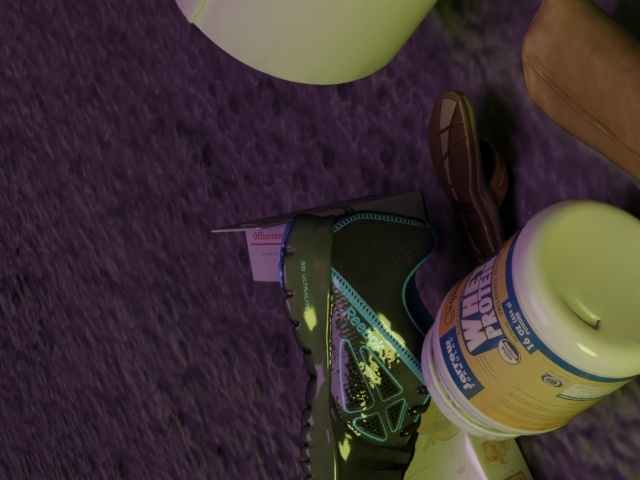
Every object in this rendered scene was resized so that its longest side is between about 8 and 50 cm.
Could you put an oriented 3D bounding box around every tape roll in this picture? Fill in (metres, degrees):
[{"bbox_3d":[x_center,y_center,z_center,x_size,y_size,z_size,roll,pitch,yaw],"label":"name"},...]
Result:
[{"bbox_3d":[0.003,-0.275,1.277,0.246,0.246,0.169,66,149,17],"label":"tape roll"}]

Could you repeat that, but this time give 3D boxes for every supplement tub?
[{"bbox_3d":[0.177,0.069,1.217,0.200,0.144,0.144,-48,60,55],"label":"supplement tub"}]

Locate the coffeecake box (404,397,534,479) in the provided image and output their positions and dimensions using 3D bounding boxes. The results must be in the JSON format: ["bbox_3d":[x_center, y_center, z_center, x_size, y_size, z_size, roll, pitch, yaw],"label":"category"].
[{"bbox_3d":[0.107,0.204,1.429,0.142,0.068,0.185,-38,67,37],"label":"coffeecake box"}]

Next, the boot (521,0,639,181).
[{"bbox_3d":[0.235,-0.100,1.057,0.269,0.089,0.236,50,162,38],"label":"boot"}]

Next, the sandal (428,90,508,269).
[{"bbox_3d":[0.140,-0.050,1.339,0.072,0.049,0.180,22,135,61],"label":"sandal"}]

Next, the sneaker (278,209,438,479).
[{"bbox_3d":[0.052,0.141,1.344,0.125,0.139,0.341,-70,-27,-74],"label":"sneaker"}]

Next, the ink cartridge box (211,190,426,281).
[{"bbox_3d":[0.000,0.000,1.455,0.104,0.180,0.060,-2,100,60],"label":"ink cartridge box"}]
